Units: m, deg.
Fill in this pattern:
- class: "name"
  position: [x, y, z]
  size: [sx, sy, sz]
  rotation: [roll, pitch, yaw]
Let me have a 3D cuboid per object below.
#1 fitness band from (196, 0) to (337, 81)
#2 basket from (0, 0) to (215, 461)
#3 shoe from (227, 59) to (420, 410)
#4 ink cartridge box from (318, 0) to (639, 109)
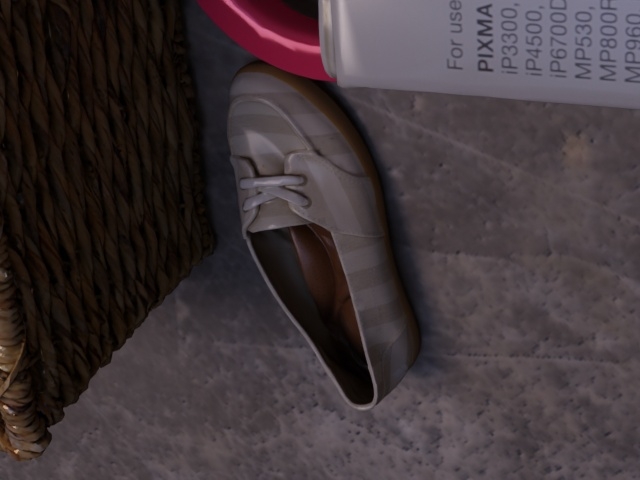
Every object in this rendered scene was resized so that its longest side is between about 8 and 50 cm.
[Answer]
- class: "fitness band"
  position: [0.041, -0.192, 0.899]
  size: [0.291, 0.054, 0.209]
  rotation: [-17, 109, 35]
- class: "basket"
  position: [-0.210, -0.068, 1.008]
  size: [0.214, 0.223, 0.299]
  rotation: [11, 127, 23]
- class: "shoe"
  position: [0.000, 0.000, 1.045]
  size: [0.077, 0.058, 0.219]
  rotation: [-9, 116, 33]
- class: "ink cartridge box"
  position: [0.215, -0.159, 0.637]
  size: [0.385, 0.279, 0.160]
  rotation: [5, 119, 18]
